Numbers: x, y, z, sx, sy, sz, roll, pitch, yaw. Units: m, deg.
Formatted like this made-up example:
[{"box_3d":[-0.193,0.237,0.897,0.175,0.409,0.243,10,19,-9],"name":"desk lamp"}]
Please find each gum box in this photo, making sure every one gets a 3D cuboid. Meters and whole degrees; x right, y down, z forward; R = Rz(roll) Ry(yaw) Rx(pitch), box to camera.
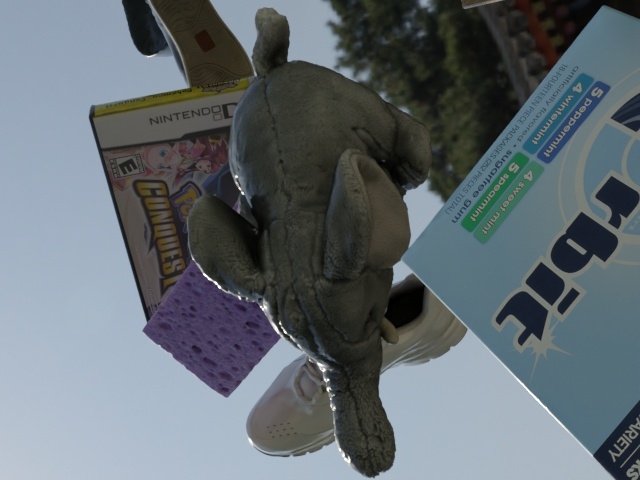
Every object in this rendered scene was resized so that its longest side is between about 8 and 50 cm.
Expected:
[{"box_3d":[0.134,-0.002,0.395,0.041,0.184,0.157,33,-81,-34],"name":"gum box"}]

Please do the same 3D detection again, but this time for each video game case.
[{"box_3d":[-0.103,-0.043,1.064,0.035,0.248,0.275,-107,7,-60],"name":"video game case"}]

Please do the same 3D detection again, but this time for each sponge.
[{"box_3d":[-0.087,0.063,0.944,0.117,0.210,0.031,39,-142,-2],"name":"sponge"}]

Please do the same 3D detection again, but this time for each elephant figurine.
[{"box_3d":[0.000,0.000,0.639,0.186,0.169,0.239,21,-139,-12],"name":"elephant figurine"}]

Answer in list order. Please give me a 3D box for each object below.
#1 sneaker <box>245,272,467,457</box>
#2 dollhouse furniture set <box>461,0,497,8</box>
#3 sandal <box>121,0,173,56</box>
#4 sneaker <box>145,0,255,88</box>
[{"box_3d":[0.028,0.128,1.066,0.297,0.111,0.129,-41,-29,2],"name":"sneaker"},{"box_3d":[0.173,-0.356,1.117,0.151,0.123,0.144,-18,-79,-47],"name":"dollhouse furniture set"},{"box_3d":[-0.284,-0.477,1.350,0.107,0.167,0.446,-5,-109,-44],"name":"sandal"},{"box_3d":[-0.149,-0.247,1.188,0.083,0.118,0.222,-26,-67,-5],"name":"sneaker"}]
